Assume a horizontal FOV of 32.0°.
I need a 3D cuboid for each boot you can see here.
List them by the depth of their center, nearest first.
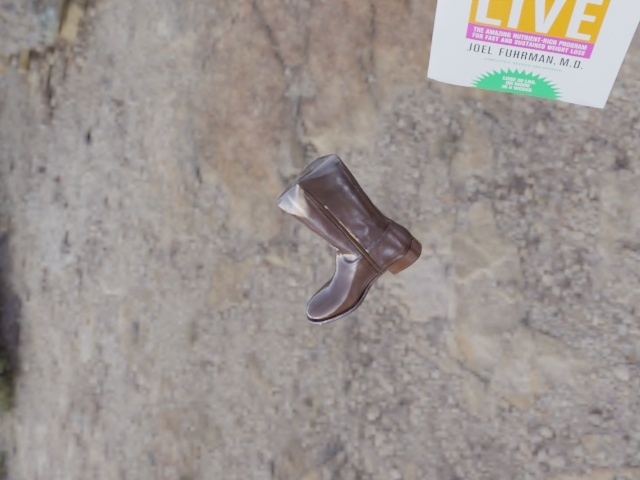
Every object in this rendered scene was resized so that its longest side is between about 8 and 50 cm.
[{"bbox_3d":[0.000,0.000,0.782,0.106,0.114,0.037,-39,38,15],"label":"boot"}]

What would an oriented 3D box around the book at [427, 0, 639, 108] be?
[{"bbox_3d":[0.104,-0.119,0.536,0.144,0.096,0.035,86,-165,-66],"label":"book"}]
